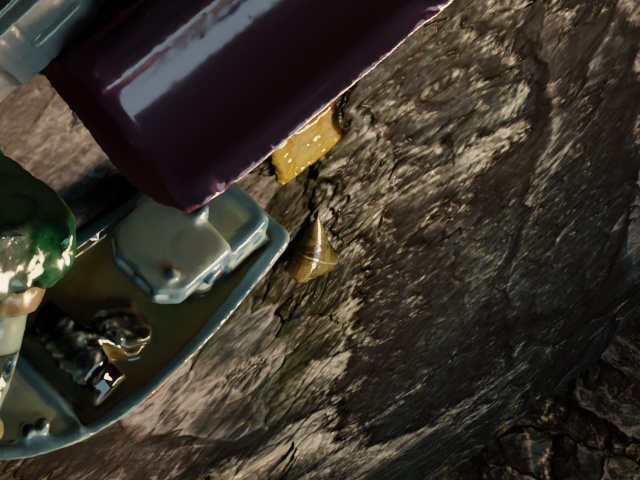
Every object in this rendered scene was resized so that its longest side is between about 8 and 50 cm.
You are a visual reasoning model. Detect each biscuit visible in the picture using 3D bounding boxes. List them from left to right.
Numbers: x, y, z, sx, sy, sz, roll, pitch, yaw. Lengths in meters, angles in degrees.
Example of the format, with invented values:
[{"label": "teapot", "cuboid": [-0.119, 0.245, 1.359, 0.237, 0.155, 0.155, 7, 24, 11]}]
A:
[{"label": "biscuit", "cuboid": [-0.015, -0.094, 1.435, 0.081, 0.018, 0.083, -40, 160, -9]}]

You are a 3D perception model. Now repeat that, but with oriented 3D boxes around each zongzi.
[{"label": "zongzi", "cuboid": [0.000, 0.000, 1.648, 0.076, 0.040, 0.083, -24, 136, -59]}]

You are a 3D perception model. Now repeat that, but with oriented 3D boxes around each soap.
[{"label": "soap", "cuboid": [-0.005, -0.183, 0.978, 0.359, 0.128, 0.233, -41, -164, -8]}]

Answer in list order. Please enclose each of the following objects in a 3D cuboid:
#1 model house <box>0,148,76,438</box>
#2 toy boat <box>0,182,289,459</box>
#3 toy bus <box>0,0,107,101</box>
[{"label": "model house", "cuboid": [-0.312, 0.103, 0.886, 0.267, 0.194, 0.325, -17, 134, -53]}, {"label": "toy boat", "cuboid": [-0.176, 0.062, 1.234, 0.332, 0.145, 0.133, -42, 172, -19]}, {"label": "toy bus", "cuboid": [-0.145, -0.185, 0.855, 0.268, 0.106, 0.092, -43, 158, 1]}]
